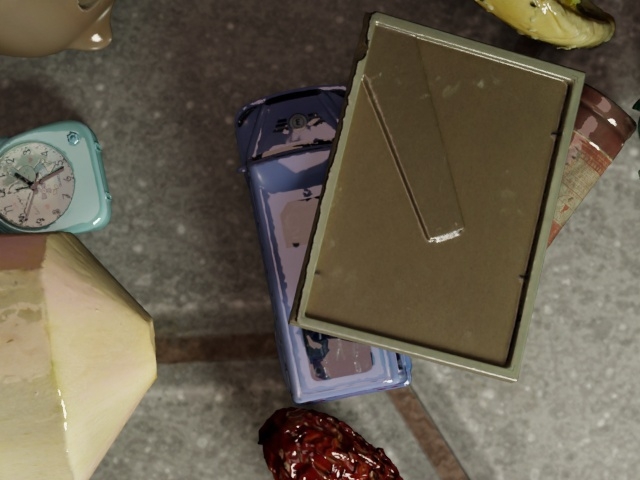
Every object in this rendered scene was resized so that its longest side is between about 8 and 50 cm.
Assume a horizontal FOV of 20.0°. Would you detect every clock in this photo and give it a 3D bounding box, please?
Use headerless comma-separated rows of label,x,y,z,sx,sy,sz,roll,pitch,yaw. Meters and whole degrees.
clock,-0.277,-0.050,1.722,0.147,0.045,0.108,-12,84,3

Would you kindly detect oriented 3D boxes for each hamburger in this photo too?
hamburger,0.175,-0.297,1.652,0.288,0.192,0.167,37,98,6

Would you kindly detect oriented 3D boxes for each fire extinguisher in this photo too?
fire extinguisher,0.194,-0.025,1.662,0.075,0.106,0.252,38,88,-18

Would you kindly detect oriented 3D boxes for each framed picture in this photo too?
framed picture,0.106,-0.039,1.603,0.211,0.020,0.289,15,82,-11

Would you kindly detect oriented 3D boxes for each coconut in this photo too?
coconut,-0.266,0.105,1.618,0.259,0.259,0.259,0,86,3

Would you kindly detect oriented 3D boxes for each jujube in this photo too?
jujube,0.016,0.217,1.645,0.104,0.104,0.166,-45,112,-1

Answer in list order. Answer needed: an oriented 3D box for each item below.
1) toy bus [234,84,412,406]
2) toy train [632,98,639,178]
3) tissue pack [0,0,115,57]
toy bus,0.000,0.000,1.658,0.126,0.133,0.292,-11,85,3
toy train,0.388,-0.092,1.631,0.203,0.112,0.163,-42,114,5
tissue pack,-0.259,-0.359,1.631,0.277,0.267,0.387,29,86,8
